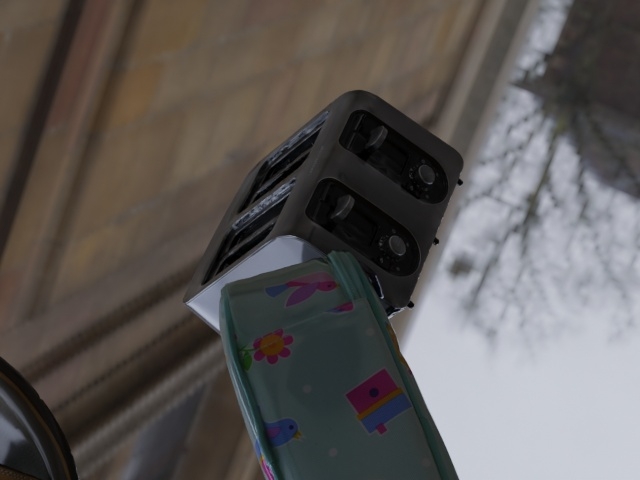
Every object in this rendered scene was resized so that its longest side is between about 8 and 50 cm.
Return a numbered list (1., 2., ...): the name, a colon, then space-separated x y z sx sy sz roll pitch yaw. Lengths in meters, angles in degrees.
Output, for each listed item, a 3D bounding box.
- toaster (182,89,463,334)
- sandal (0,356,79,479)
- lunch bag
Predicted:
1. toaster: 0.000 0.000 1.342 0.110 0.185 0.168 39 -132 -15
2. sandal: -0.179 0.150 1.035 0.060 0.219 0.090 -30 -167 -40
3. lunch bag: 0.029 0.151 1.148 0.224 0.107 0.279 69 180 -65
